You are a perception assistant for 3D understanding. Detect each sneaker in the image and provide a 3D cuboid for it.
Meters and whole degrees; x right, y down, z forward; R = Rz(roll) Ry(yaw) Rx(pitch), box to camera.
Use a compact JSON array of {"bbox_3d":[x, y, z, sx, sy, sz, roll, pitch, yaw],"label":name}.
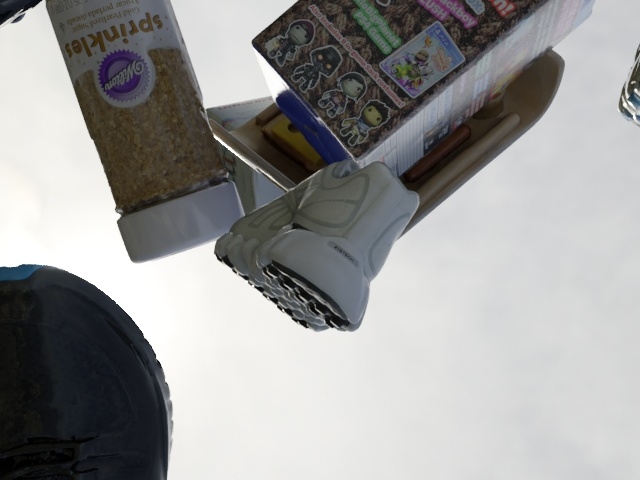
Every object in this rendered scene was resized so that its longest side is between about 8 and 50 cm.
[{"bbox_3d":[-0.152,0.178,1.072,0.140,0.125,0.341,-78,161,-63],"label":"sneaker"},{"bbox_3d":[0.000,0.000,1.344,0.118,0.110,0.292,-54,-167,-9],"label":"sneaker"}]

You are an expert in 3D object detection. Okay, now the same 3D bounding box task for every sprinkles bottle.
[{"bbox_3d":[-0.182,-0.160,1.680,0.121,0.121,0.355,-16,-87,56],"label":"sprinkles bottle"}]

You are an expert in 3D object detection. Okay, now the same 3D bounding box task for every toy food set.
[{"bbox_3d":[0.065,-0.141,1.753,0.219,0.306,0.092,38,-27,28],"label":"toy food set"}]

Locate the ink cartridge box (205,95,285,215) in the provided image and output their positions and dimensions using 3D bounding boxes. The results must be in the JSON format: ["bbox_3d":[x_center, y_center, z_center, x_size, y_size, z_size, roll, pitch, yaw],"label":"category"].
[{"bbox_3d":[-0.058,-0.103,2.264,0.176,0.128,0.127,-140,-138,-59],"label":"ink cartridge box"}]

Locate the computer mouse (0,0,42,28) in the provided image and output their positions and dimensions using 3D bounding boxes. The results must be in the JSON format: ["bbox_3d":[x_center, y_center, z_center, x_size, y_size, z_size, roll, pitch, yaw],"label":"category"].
[{"bbox_3d":[-0.285,-0.169,1.500,0.242,0.041,0.071,-54,-162,15],"label":"computer mouse"}]

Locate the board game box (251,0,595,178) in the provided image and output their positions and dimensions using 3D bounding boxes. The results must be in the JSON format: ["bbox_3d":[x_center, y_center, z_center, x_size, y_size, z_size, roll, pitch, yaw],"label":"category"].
[{"bbox_3d":[0.101,-0.192,1.568,0.291,0.141,0.232,-40,171,-4],"label":"board game box"}]

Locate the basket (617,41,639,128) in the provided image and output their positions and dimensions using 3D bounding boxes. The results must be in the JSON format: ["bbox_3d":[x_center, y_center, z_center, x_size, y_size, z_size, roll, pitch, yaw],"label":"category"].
[{"bbox_3d":[0.405,-0.133,1.424,0.201,0.289,0.255,94,18,-83],"label":"basket"}]
